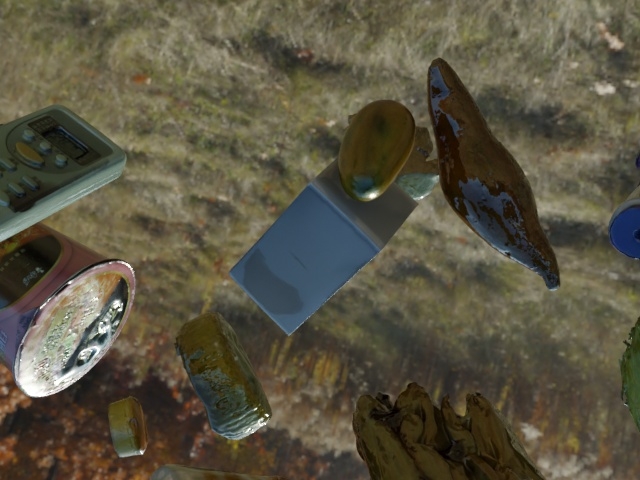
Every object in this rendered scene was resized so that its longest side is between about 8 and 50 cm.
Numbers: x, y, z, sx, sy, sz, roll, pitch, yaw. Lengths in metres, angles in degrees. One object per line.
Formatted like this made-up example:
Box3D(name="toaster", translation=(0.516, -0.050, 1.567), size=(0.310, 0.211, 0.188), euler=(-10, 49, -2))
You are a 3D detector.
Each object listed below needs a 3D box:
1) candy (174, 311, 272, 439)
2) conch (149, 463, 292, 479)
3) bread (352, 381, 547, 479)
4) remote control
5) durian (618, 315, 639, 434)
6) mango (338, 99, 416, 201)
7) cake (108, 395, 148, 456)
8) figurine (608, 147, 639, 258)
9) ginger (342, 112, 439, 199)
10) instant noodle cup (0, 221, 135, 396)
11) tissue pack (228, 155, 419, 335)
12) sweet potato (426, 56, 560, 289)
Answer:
Box3D(name="candy", translation=(-0.189, 0.261, 1.597), size=(0.118, 0.259, 0.260), euler=(-27, 164, -4))
Box3D(name="conch", translation=(-0.157, 0.346, 1.074), size=(0.255, 0.158, 0.127), euler=(-2, -147, -34))
Box3D(name="bread", translation=(0.173, 0.303, 0.839), size=(0.277, 0.167, 0.324), euler=(60, 178, -27))
Box3D(name="remote control", translation=(-0.377, -0.080, 0.995), size=(0.140, 0.296, 0.056), euler=(36, 127, 10))
Box3D(name="durian", translation=(0.517, 0.237, 1.003), size=(0.163, 0.394, 0.198), euler=(3, 134, -39))
Box3D(name="mango", translation=(0.069, -0.115, 1.078), size=(0.090, 0.163, 0.111), euler=(29, 154, -5))
Box3D(name="cake", translation=(-0.271, 0.263, 1.161), size=(0.044, 0.084, 0.084), euler=(-12, 168, -9))
Box3D(name="figurine", translation=(0.324, -0.049, 0.653), size=(0.194, 0.274, 0.133), euler=(27, 145, -6))
Box3D(name="ginger", translation=(0.138, -0.173, 1.527), size=(0.138, 0.213, 0.074), euler=(-29, 152, 2))
Box3D(name="instant noodle cup", translation=(-0.440, 0.065, 1.201), size=(0.255, 0.243, 0.244), euler=(32, 170, 17))
Box3D(name="tissue pack", translation=(0.000, -0.001, 1.224), size=(0.136, 0.159, 0.246), euler=(44, 129, -1))
Box3D(name="sweet potato", translation=(0.226, -0.081, 1.151), size=(0.359, 0.112, 0.112), euler=(58, 166, 6))
